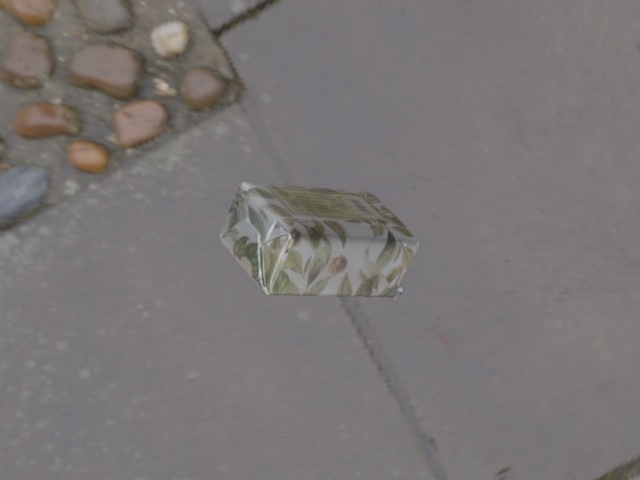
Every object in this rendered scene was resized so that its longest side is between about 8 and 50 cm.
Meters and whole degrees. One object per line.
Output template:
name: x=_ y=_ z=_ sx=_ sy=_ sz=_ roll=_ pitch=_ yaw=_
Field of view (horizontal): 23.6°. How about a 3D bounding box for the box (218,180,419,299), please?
box: x=0.000 y=0.000 z=0.848 sx=0.062 sy=0.098 sz=0.045 roll=49 pitch=125 yaw=45
